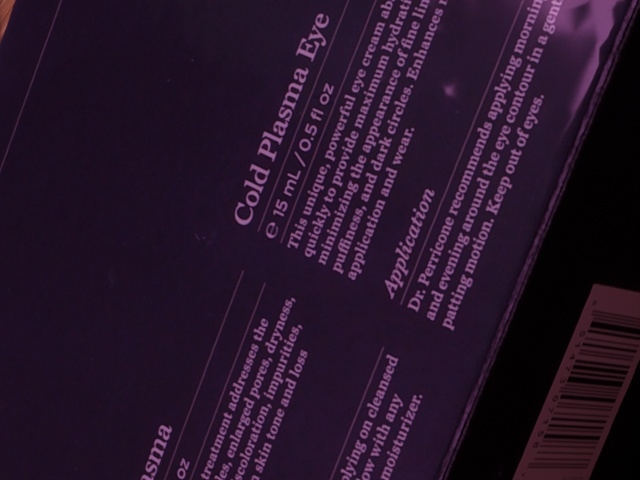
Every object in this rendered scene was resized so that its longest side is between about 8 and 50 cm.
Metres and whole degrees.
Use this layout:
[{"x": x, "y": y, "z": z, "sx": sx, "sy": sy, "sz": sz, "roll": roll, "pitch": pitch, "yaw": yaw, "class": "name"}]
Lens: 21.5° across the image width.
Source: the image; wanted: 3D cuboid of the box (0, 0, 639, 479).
[{"x": 0.000, "y": 0.000, "z": 0.773, "sx": 0.312, "sy": 0.179, "sz": 0.343, "roll": 27, "pitch": 100, "yaw": 35, "class": "box"}]
